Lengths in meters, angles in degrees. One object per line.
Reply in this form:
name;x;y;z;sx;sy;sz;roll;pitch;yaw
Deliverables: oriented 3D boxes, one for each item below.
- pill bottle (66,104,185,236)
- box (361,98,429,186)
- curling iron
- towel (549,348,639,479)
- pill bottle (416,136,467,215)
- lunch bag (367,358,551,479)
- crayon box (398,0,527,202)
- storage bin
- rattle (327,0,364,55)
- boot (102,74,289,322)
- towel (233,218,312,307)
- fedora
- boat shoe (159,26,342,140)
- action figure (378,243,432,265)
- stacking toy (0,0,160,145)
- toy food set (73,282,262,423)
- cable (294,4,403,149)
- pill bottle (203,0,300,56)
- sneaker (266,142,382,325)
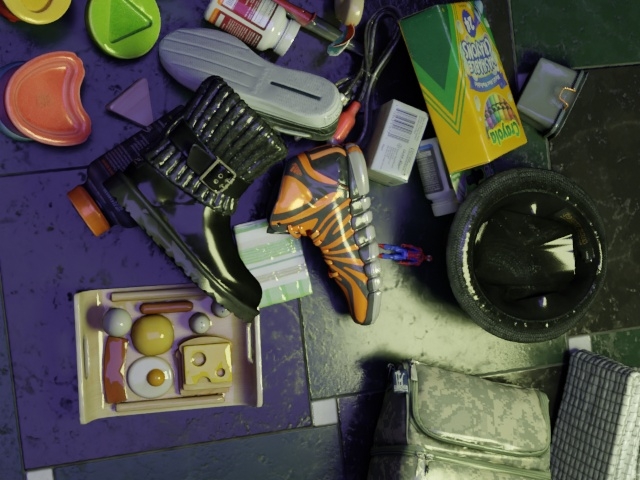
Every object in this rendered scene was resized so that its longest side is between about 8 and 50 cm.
pill bottle;-0.292;-0.108;1.687;0.246;0.130;0.130;-34;97;-9
box;0.121;-0.165;1.767;0.072;0.137;0.126;19;87;-10
curling iron;-0.020;-0.400;1.786;0.274;0.035;0.068;34;84;-10
towel;0.513;0.349;1.809;0.121;0.235;0.283;12;89;-15
pill bottle;0.217;-0.116;1.818;0.078;0.078;0.137;-15;94;-11
lunch bag;0.241;0.355;1.774;0.305;0.212;0.256;13;72;-12
crayon box;0.258;-0.246;1.764;0.083;0.203;0.323;-15;96;32
storage bin;0.411;-0.263;1.853;0.091;0.098;0.135;26;86;0
rattle;0.088;-0.399;1.752;0.143;0.130;0.199;14;58;-29
boot;-0.141;-0.059;1.616;0.260;0.131;0.348;-43;116;-6
towel;-0.083;0.035;1.790;0.113;0.023;0.152;-14;96;-9
fedora;0.336;0.022;1.798;0.334;0.152;0.334;-2;95;-24
boat shoe;-0.122;-0.247;1.716;0.335;0.119;0.121;26;63;15
action figure;0.146;0.025;1.832;0.115;0.030;0.038;8;84;-14
stacking toy;-0.420;-0.309;1.696;0.279;0.130;0.309;-1;94;-38
toy food set;-0.253;0.185;1.719;0.306;0.092;0.219;-3;91;-11
cable;0.067;-0.270;1.762;0.139;0.072;0.287;39;98;18
pill bottle;-0.115;-0.378;1.741;0.152;0.086;0.086;29;85;-11
sneaker;0.000;0.000;1.750;0.180;0.124;0.321;-11;99;-8
